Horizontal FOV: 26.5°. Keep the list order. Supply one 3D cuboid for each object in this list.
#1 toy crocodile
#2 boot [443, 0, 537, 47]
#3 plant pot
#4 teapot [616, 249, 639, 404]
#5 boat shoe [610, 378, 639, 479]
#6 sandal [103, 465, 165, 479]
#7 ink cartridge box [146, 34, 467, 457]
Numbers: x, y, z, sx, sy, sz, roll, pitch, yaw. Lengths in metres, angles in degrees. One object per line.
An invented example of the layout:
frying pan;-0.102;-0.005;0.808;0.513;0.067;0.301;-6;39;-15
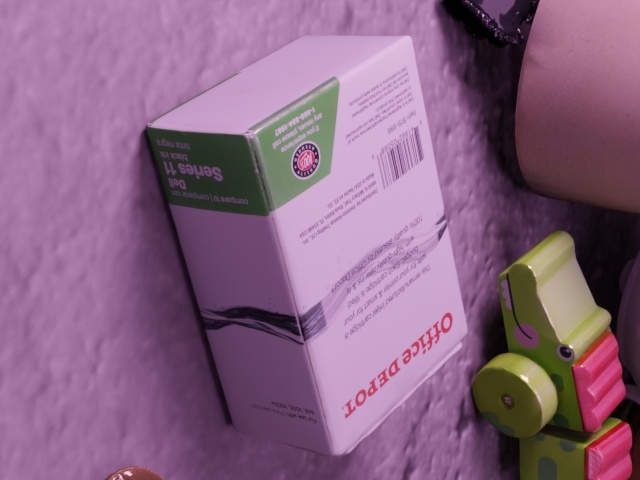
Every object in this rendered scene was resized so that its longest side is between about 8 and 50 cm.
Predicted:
toy crocodile;0.197;0.158;1.063;0.115;0.105;0.341;-29;118;-44
boot;0.118;-0.203;0.951;0.121;0.045;0.099;40;80;-29
plant pot;0.324;-0.111;0.993;0.256;0.274;0.256;-39;141;-42
teapot;0.332;0.063;1.138;0.256;0.187;0.253;-32;127;-37
boat shoe;0.347;0.160;1.245;0.307;0.104;0.111;-60;136;-25
sandal;-0.089;0.210;0.776;0.072;0.049;0.180;-38;110;-47
ink cartridge box;0.000;0.000;0.809;0.153;0.087;0.208;-36;122;-42
